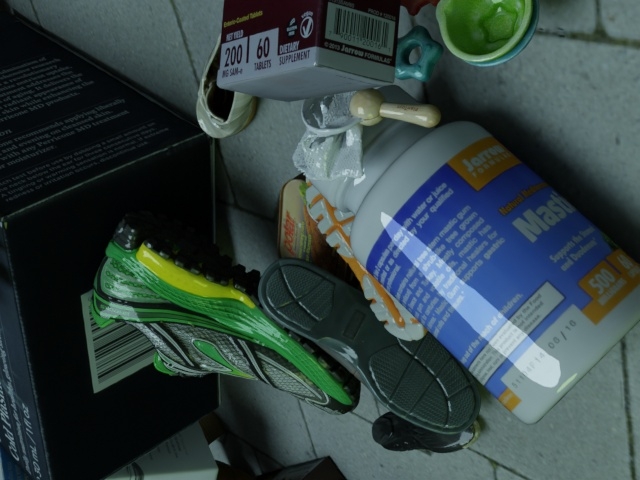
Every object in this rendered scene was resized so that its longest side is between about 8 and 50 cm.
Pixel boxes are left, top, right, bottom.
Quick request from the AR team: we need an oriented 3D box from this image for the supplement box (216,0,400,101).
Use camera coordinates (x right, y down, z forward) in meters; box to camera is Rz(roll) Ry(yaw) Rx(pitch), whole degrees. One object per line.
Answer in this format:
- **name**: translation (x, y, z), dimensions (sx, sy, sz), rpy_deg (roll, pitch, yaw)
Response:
- **supplement box**: translation (-0.004, -0.227, 0.675), dimensions (0.130, 0.073, 0.240), rpy_deg (1, 86, 53)

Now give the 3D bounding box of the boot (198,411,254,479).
- **boot**: translation (-0.217, 0.452, 1.627), dimensions (0.104, 0.211, 0.295), rpy_deg (-5, 116, 57)

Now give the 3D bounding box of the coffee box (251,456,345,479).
- **coffee box**: translation (-0.070, 0.443, 1.456), dimensions (0.119, 0.168, 0.297), rpy_deg (54, 150, 0)

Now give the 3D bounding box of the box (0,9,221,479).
- **box**: translation (-0.396, 0.008, 1.309), dimensions (0.471, 0.297, 0.480), rpy_deg (33, 136, 35)

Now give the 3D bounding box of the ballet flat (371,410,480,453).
- **ballet flat**: translation (0.124, 0.214, 1.093), dimensions (0.173, 0.049, 0.058), rpy_deg (-17, 73, 55)

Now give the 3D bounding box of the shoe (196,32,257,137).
- **shoe**: translation (-0.100, -0.168, 0.999), dimensions (0.076, 0.058, 0.219), rpy_deg (51, 150, 6)

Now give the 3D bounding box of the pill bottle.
- **pill bottle**: translation (0.121, 0.001, 0.764), dimensions (0.272, 0.152, 0.152), rpy_deg (45, 148, 16)

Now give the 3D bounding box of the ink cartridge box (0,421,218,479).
- **ink cartridge box**: translation (-0.327, 0.398, 1.414), dimensions (0.129, 0.307, 0.223), rpy_deg (-129, 46, -54)

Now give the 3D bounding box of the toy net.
- **toy net**: translation (0.051, -0.133, 0.699), dimensions (0.232, 0.045, 0.122), rpy_deg (-34, 67, 27)

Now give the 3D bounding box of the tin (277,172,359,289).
- **tin**: translation (0.000, 0.000, 1.049), dimensions (0.106, 0.040, 0.190), rpy_deg (36, 146, 22)

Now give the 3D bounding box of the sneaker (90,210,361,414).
- **sneaker**: translation (-0.104, 0.106, 1.104), dimensions (0.343, 0.134, 0.146), rpy_deg (31, 108, -6)

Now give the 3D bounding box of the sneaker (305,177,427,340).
- **sneaker**: translation (0.060, -0.012, 0.911), dimensions (0.084, 0.083, 0.215), rpy_deg (-15, 105, 58)

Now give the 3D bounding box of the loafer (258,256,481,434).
- **loafer**: translation (0.054, 0.106, 1.018), dimensions (0.267, 0.096, 0.084), rpy_deg (36, 177, 2)
